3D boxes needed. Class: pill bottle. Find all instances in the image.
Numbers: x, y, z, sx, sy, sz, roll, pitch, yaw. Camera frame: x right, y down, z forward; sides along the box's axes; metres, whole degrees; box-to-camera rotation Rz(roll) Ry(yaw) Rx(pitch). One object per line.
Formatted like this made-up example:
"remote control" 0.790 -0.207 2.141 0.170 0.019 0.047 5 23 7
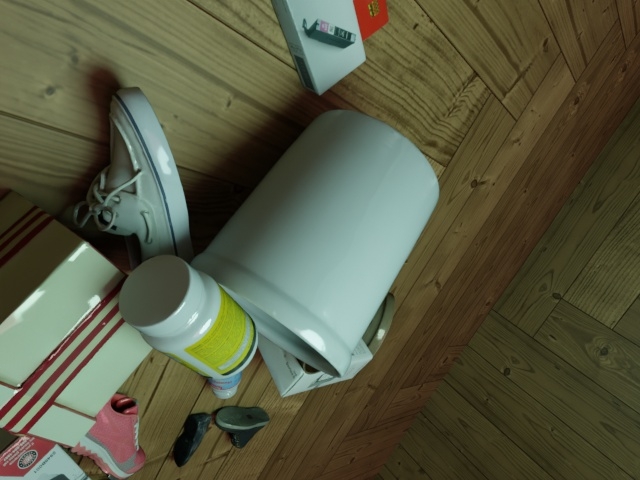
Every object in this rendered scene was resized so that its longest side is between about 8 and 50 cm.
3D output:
"pill bottle" -0.178 0.113 0.618 0.119 0.119 0.208 -41 147 -11
"pill bottle" -0.241 0.320 1.092 0.087 0.087 0.160 -20 133 -33

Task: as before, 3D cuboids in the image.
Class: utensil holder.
"utensil holder" 0.000 0.000 0.823 0.386 0.327 0.328 -56 146 -20

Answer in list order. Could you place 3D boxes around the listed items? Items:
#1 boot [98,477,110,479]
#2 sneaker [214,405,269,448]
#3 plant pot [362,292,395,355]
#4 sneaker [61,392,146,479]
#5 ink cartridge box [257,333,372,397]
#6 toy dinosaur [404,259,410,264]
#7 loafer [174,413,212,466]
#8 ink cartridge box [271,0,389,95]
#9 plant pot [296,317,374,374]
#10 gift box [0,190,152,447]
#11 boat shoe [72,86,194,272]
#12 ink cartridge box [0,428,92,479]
"boot" -0.622 0.717 1.033 0.264 0.096 0.281 11 112 -49
"sneaker" -0.250 0.563 1.290 0.118 0.083 0.222 -52 144 3
"plant pot" 0.124 0.248 1.344 0.237 0.109 0.237 -62 -175 10
"sneaker" -0.439 0.416 0.951 0.136 0.116 0.314 -36 140 -20
"ink cartridge box" -0.021 0.283 1.180 0.272 0.198 0.115 4 132 -46
"toy dinosaur" 0.229 0.029 1.361 0.211 0.064 0.112 -33 122 -35
"loafer" -0.349 0.549 1.199 0.061 0.062 0.170 9 116 -54
"ink cartridge box" 0.031 -0.437 0.759 0.239 0.060 0.275 -40 142 -11
"plant pot" -0.026 0.157 1.045 0.215 0.230 0.215 -33 149 -23
"gift box" -0.414 0.117 0.624 0.258 0.276 0.255 -53 142 -22
"boat shoe" -0.308 -0.054 0.693 0.156 0.136 0.367 -24 145 -26
"ink cartridge box" -0.545 0.476 0.789 0.197 0.114 0.273 -47 131 -40
